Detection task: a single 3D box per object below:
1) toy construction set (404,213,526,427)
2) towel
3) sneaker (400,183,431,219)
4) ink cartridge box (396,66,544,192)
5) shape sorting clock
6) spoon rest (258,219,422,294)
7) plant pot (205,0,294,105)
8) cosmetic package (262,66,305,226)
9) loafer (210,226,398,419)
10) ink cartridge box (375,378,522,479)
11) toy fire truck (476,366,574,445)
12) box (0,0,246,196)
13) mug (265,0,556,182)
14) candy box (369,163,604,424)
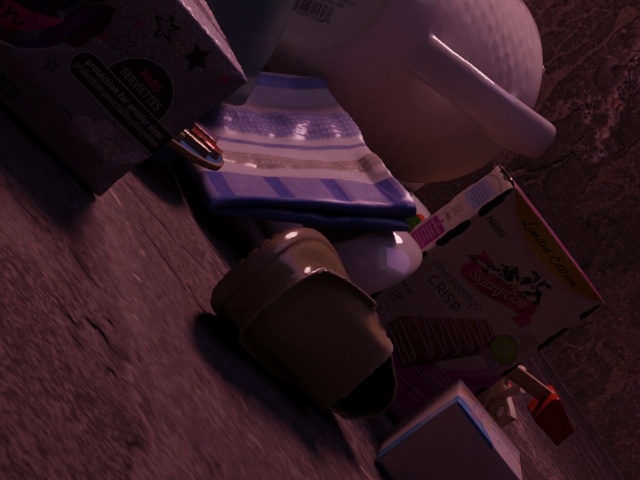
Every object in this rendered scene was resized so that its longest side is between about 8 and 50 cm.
[{"bbox_3d":[0.149,0.083,1.944,0.327,0.151,0.215,45,10,-47],"label":"toy construction set"},{"bbox_3d":[-0.046,-0.095,1.561,0.209,0.034,0.285,4,29,-23],"label":"towel"},{"bbox_3d":[0.131,0.050,2.115,0.330,0.122,0.146,47,7,-34],"label":"sneaker"},{"bbox_3d":[0.106,-0.184,2.162,0.207,0.353,0.119,51,7,-8],"label":"ink cartridge box"},{"bbox_3d":[-0.160,-0.133,1.413,0.206,0.040,0.206,46,7,-8],"label":"shape sorting clock"},{"bbox_3d":[0.000,0.000,1.582,0.276,0.137,0.084,-136,-149,-59],"label":"spoon rest"},{"bbox_3d":[-0.130,-0.289,1.512,0.293,0.196,0.293,36,11,-8],"label":"plant pot"},{"bbox_3d":[-0.061,-0.124,1.903,0.231,0.085,0.117,56,8,14],"label":"cosmetic package"},{"bbox_3d":[0.004,0.070,1.267,0.092,0.102,0.268,49,4,26],"label":"loafer"},{"bbox_3d":[0.113,0.187,1.442,0.092,0.090,0.143,52,8,-1],"label":"ink cartridge box"},{"bbox_3d":[0.153,0.153,1.683,0.192,0.135,0.047,51,7,-12],"label":"toy fire truck"},{"bbox_3d":[-0.185,-0.182,1.121,0.247,0.142,0.163,47,9,-36],"label":"box"},{"bbox_3d":[0.104,-0.207,1.824,0.374,0.276,0.328,39,6,27],"label":"mug"},{"bbox_3d":[0.130,0.062,1.586,0.159,0.233,0.071,49,7,-21],"label":"candy box"}]
